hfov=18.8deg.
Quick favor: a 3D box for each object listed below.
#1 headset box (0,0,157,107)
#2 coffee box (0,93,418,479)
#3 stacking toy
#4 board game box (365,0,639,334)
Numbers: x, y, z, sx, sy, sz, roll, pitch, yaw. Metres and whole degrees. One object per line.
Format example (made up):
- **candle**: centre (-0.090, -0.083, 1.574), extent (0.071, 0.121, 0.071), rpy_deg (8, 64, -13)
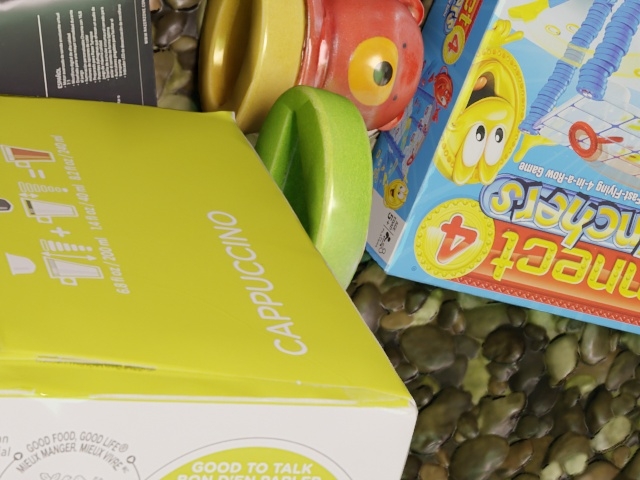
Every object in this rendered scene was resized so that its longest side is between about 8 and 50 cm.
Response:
- **headset box**: centre (-0.245, -0.046, 1.168), extent (0.283, 0.131, 0.246), rpy_deg (-11, 119, -15)
- **coffee box**: centre (-0.188, 0.130, 1.002), extent (0.338, 0.338, 0.334), rpy_deg (4, 116, -21)
- **stacking toy**: centre (0.000, 0.000, 1.202), extent (0.130, 0.279, 0.309), rpy_deg (6, 116, -22)
- **board game box**: centre (0.214, -0.095, 1.343), extent (0.308, 0.086, 0.302), rpy_deg (13, 109, -25)
